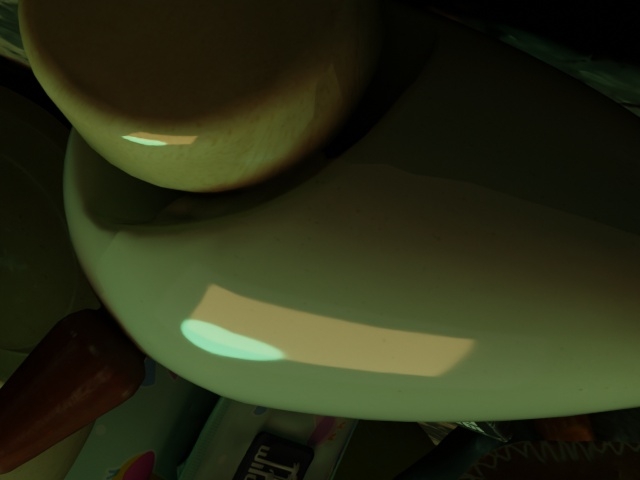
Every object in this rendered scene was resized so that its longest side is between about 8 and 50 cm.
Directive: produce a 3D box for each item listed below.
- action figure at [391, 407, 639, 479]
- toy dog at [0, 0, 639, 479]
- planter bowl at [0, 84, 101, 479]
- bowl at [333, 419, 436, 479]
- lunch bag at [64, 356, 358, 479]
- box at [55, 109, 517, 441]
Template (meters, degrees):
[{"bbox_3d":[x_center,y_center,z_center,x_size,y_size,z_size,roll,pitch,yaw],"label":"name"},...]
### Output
[{"bbox_3d":[0.069,0.199,0.996,0.178,0.330,0.341,49,-171,-35],"label":"action figure"},{"bbox_3d":[0.042,0.041,0.464,0.333,0.161,0.220,29,172,41],"label":"toy dog"},{"bbox_3d":[-0.122,0.017,0.576,0.162,0.162,0.109,28,136,-34],"label":"planter bowl"},{"bbox_3d":[-0.015,0.144,1.301,0.289,0.156,0.289,22,170,4],"label":"bowl"},{"bbox_3d":[-0.101,0.076,0.908,0.262,0.223,0.160,27,176,-25],"label":"lunch bag"},{"bbox_3d":[0.000,0.000,0.710,0.147,0.077,0.180,18,170,18],"label":"box"}]
